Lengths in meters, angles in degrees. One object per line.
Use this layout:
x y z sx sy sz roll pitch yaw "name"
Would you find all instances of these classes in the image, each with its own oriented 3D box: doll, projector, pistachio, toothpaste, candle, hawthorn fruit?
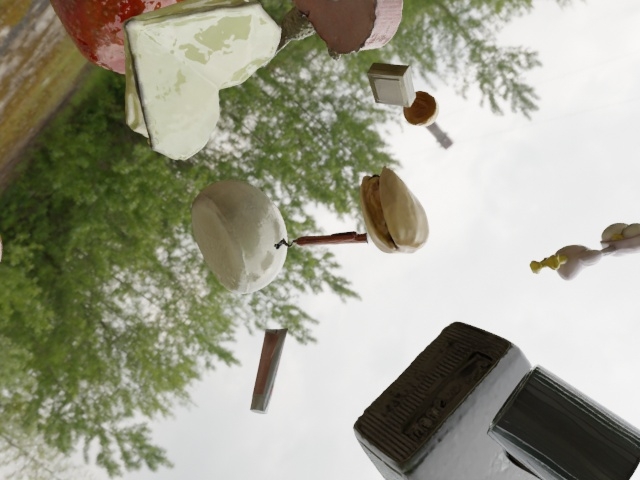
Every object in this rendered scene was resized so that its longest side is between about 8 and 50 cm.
0.743 0.025 1.546 0.366 0.094 0.160 -20 176 -14 "doll"
0.332 0.457 1.352 0.395 0.405 0.242 -41 -155 -15 "projector"
0.181 -0.072 1.442 0.158 0.229 0.157 -23 176 -2 "pistachio"
-0.119 0.289 1.309 0.067 0.043 0.194 -8 -124 32 "toothpaste"
0.000 -0.001 1.022 0.168 0.026 0.021 -3 -146 10 "candle"
-0.288 -0.341 0.865 0.205 0.253 0.205 -8 -141 7 "hawthorn fruit"
0.046 -0.556 1.213 0.287 0.316 0.132 13 -155 38 "candle"
-0.049 -0.528 1.380 0.286 0.202 0.091 -2 178 20 "doll"

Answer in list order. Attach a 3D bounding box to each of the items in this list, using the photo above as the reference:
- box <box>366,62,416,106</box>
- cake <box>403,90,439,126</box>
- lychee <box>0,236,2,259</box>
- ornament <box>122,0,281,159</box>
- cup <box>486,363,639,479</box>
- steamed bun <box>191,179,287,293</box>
0.137 -0.304 1.136 0.083 0.079 0.035 16 -119 29 "box"
0.237 -0.309 1.369 0.084 0.084 0.044 -38 162 25 "cake"
-0.774 0.024 1.152 0.300 0.255 0.255 -6 -134 55 "lychee"
-0.148 -0.196 0.638 0.059 0.180 0.201 43 -82 27 "ornament"
0.274 0.241 0.685 0.113 0.138 0.150 -15 136 -59 "cup"
-0.181 -0.019 1.402 0.177 0.282 0.283 -27 -170 -27 "steamed bun"
